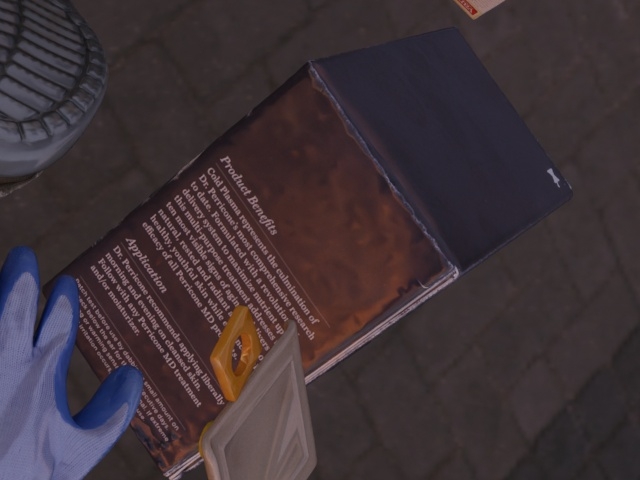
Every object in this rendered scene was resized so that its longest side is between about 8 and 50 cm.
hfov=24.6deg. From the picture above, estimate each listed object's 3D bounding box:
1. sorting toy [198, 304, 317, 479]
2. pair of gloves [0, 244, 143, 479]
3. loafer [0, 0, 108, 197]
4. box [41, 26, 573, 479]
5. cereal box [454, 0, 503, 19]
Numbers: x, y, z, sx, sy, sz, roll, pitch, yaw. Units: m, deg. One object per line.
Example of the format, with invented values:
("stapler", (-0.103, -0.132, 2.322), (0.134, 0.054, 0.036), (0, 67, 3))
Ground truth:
("sorting toy", (-0.065, 0.194, 1.376), (0.196, 0.047, 0.348), (-56, 147, -47))
("pair of gloves", (-0.154, 0.047, 0.487), (0.198, 0.023, 0.159), (14, 44, -19))
("loafer", (-0.155, -0.081, 0.647), (0.094, 0.251, 0.087), (25, 114, -23))
("box", (0.000, 0.000, 1.843), (0.297, 0.472, 0.480), (56, 27, 4))
("cereal box", (0.209, -0.285, 1.243), (0.047, 0.240, 0.173), (43, 76, -9))
